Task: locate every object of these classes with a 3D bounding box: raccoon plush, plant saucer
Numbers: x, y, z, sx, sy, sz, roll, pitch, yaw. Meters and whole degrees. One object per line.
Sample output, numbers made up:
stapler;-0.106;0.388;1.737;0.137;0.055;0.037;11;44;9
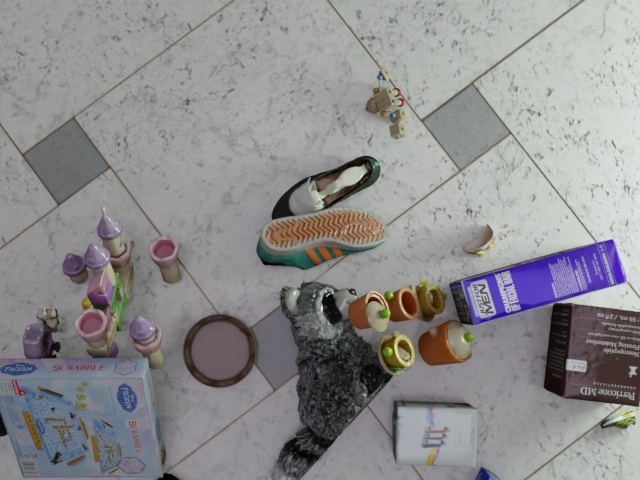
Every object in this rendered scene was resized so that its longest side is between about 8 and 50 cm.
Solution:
raccoon plush;-0.046;0.298;1.828;0.299;0.216;0.446;42;88;11
plant saucer;-0.230;0.252;1.912;0.169;0.029;0.168;0;86;2

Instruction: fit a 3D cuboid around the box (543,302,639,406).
box;0.600;0.245;1.827;0.169;0.167;0.203;6;86;1

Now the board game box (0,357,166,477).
board game box;-0.512;0.387;1.798;0.318;0.066;0.318;0;126;1

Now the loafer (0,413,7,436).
loafer;-0.768;0.347;1.900;0.078;0.080;0.220;-28;86;32

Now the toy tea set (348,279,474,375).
toy tea set;0.209;0.177;1.762;0.124;0.336;0.200;-24;76;38

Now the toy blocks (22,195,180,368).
toy blocks;-0.474;0.097;1.766;0.309;0.260;0.288;2;56;3

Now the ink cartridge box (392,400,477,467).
ink cartridge box;0.248;0.424;1.841;0.176;0.128;0.127;2;86;2

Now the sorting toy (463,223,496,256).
sorting toy;0.372;0.004;1.895;0.045;0.075;0.083;43;88;4

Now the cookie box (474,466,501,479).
cookie box;0.361;0.559;1.839;0.040;0.107;0.091;26;87;3

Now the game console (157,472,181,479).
game console;-0.367;0.725;1.874;0.213;0.044;0.361;34;87;5

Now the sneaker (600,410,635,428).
sneaker;0.675;0.413;1.882;0.083;0.031;0.035;-20;86;0

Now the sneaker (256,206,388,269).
sneaker;0.000;0.000;1.898;0.302;0.121;0.108;-4;63;-17

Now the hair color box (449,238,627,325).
hair color box;0.469;0.093;1.833;0.339;0.185;0.110;-17;85;-1

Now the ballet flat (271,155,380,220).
ballet flat;0.008;-0.117;1.900;0.280;0.096;0.095;-32;88;-1

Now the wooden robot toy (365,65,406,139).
wooden robot toy;0.146;-0.312;1.941;0.079;0.076;0.173;-21;85;35
